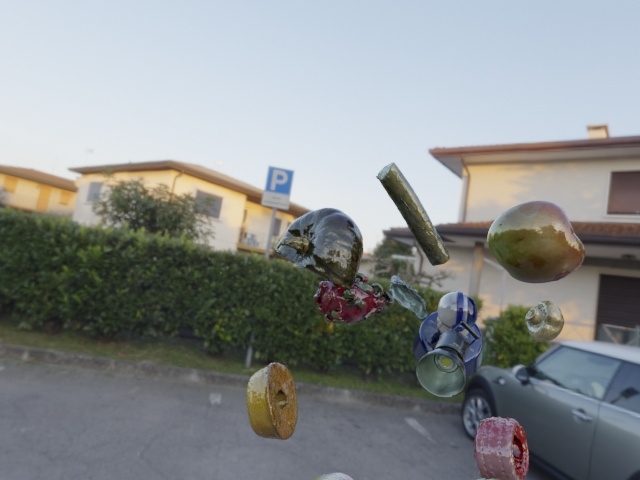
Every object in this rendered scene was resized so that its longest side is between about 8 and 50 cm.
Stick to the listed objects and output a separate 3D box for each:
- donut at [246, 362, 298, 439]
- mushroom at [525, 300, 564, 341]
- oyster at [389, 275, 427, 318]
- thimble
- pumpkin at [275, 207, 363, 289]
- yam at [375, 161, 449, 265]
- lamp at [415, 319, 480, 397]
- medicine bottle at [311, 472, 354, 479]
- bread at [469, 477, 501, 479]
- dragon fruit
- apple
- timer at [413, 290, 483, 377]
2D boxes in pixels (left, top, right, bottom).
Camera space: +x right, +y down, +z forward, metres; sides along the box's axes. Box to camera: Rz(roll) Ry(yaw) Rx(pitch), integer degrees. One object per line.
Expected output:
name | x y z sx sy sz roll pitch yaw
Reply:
donut | -0.175 0.572 1.540 0.108 0.278 0.277 -13 -12 12
mushroom | 0.776 0.280 1.503 0.112 0.148 0.148 35 -10 -5
oyster | 0.395 0.257 1.962 0.087 0.199 0.252 -26 0 -14
thimble | 0.567 0.664 1.359 0.125 0.163 0.189 -18 19 38
pumpkin | 0.000 0.000 1.387 0.242 0.232 0.324 27 -5 -42
yam | 0.306 -0.080 1.399 0.372 0.083 0.083 55 -19 -11
lamp | 0.396 0.368 1.358 0.147 0.172 0.227 45 31 9
medicine bottle | 0.013 0.882 1.388 0.213 0.214 0.379 7 -15 20
bread | 0.432 0.803 1.156 0.167 0.278 0.324 -25 -16 -32
dragon fruit | 0.115 0.213 1.582 0.272 0.219 0.198 11 13 -46
apple | 0.844 0.013 1.715 0.305 0.339 0.338 -30 -26 25
timer | 0.499 0.333 1.627 0.270 0.270 0.384 8 -38 13
